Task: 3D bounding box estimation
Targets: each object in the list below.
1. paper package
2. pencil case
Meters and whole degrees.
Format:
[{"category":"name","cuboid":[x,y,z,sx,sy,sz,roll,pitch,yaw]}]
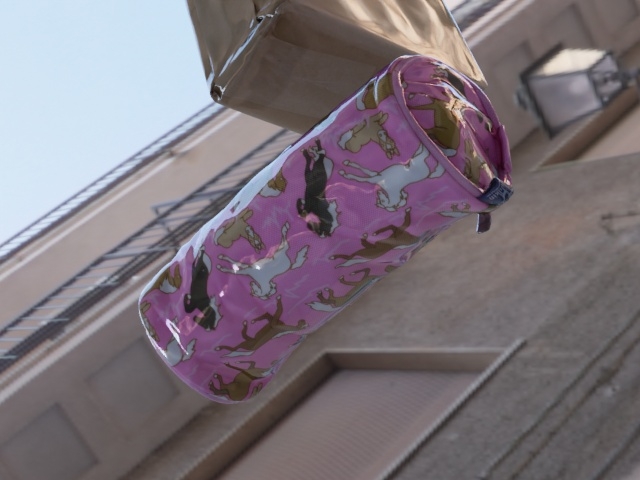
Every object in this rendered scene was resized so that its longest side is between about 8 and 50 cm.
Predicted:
[{"category":"paper package","cuboid":[0.005,-0.278,1.478,0.325,0.168,0.309,17,-139,-36]},{"category":"pencil case","cuboid":[0.000,0.000,1.096,0.167,0.386,0.160,53,-150,2]}]
